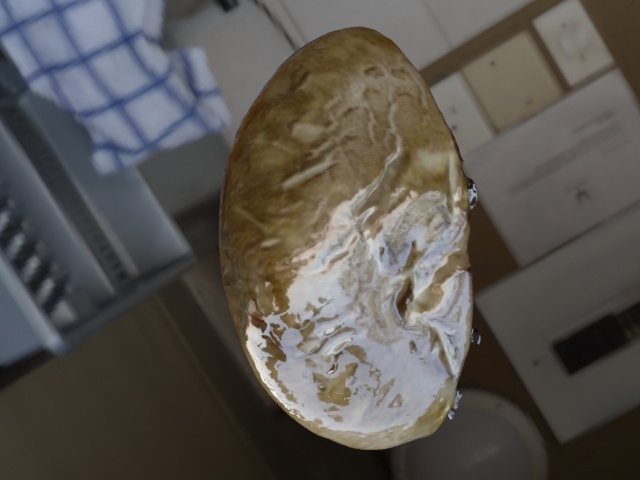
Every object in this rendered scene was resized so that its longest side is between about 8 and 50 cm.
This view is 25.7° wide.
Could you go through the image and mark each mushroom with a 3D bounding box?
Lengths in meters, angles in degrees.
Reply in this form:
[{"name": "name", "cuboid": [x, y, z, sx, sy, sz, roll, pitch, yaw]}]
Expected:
[{"name": "mushroom", "cuboid": [0.000, 0.000, 0.914, 0.151, 0.285, 0.156, -6, 177, -38]}]
